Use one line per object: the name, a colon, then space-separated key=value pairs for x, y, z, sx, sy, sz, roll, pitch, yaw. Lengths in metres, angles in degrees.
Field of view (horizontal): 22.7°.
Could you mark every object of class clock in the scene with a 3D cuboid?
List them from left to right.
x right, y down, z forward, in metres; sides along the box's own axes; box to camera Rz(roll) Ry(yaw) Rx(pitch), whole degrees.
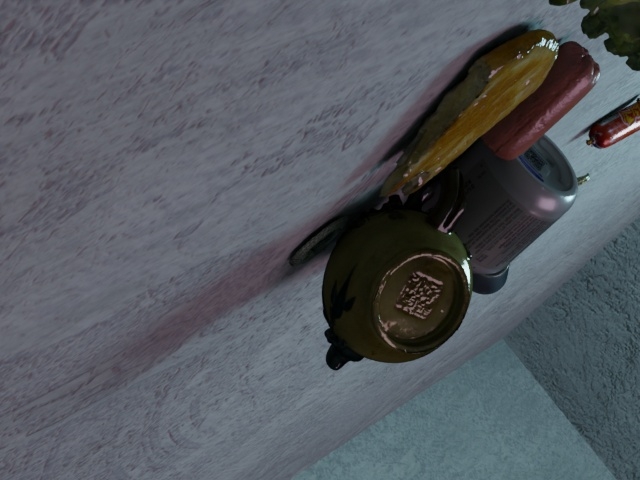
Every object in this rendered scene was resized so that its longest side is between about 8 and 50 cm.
clock: x=0.000 y=0.000 z=1.750 sx=0.083 sy=0.010 sz=0.074 roll=-44 pitch=167 yaw=25

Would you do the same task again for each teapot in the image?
teapot: x=0.079 y=0.030 z=1.798 sx=0.182 sy=0.173 sz=0.269 roll=32 pitch=-81 yaw=61

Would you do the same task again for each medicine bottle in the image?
medicine bottle: x=0.192 y=-0.032 z=1.908 sx=0.215 sy=0.135 sz=0.135 roll=-45 pitch=167 yaw=32

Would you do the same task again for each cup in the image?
cup: x=0.279 y=0.031 z=2.647 sx=0.077 sy=0.078 sz=0.100 roll=95 pitch=13 yaw=-69

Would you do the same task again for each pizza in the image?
pizza: x=0.152 y=-0.130 z=1.647 sx=0.181 sy=0.034 sz=0.262 roll=-23 pitch=161 yaw=-52

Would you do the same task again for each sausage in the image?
sausage: x=0.242 y=-0.155 z=1.765 sx=0.154 sy=0.062 sz=0.062 roll=-44 pitch=168 yaw=26
sausage: x=0.451 y=-0.175 z=2.413 sx=0.145 sy=0.050 sz=0.048 roll=-27 pitch=-177 yaw=-31

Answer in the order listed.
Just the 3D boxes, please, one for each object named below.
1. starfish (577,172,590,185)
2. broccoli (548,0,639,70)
starfish: x=0.317 y=-0.049 z=2.476 sx=0.223 sy=0.050 sz=0.217 roll=-29 pitch=177 yaw=11
broccoli: x=0.313 y=-0.274 z=1.136 sx=0.334 sy=0.272 sz=0.324 roll=9 pitch=92 yaw=-67
